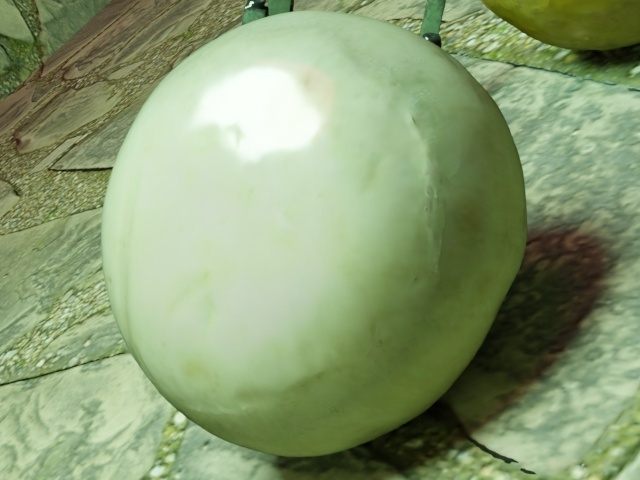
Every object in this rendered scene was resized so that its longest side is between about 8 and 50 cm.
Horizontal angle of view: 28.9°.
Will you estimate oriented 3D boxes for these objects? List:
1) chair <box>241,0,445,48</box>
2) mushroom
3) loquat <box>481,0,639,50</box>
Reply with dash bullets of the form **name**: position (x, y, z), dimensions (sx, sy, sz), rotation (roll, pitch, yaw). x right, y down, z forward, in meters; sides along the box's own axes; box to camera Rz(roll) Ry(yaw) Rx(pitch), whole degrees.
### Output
- **chair**: position (0.002, -0.063, 0.937), dimensions (0.136, 0.147, 0.271), rotation (-75, -3, -60)
- **mushroom**: position (0.000, 0.000, 0.698), dimensions (0.246, 0.202, 0.246), rotation (-7, 74, 26)
- **loquat**: position (0.180, -0.251, 0.828), dimensions (0.244, 0.244, 0.244), rotation (-34, 22, 15)
